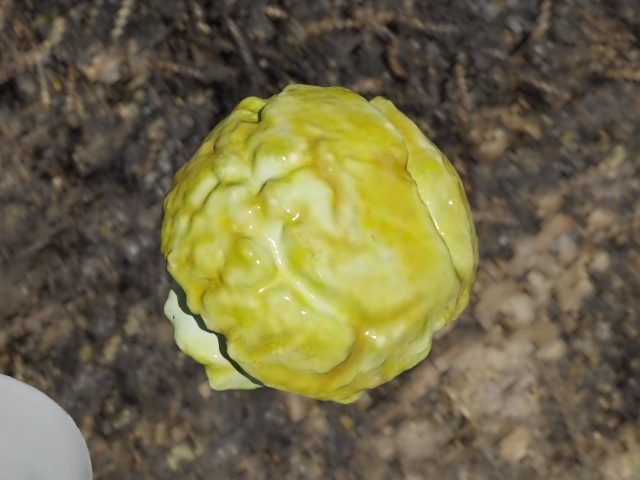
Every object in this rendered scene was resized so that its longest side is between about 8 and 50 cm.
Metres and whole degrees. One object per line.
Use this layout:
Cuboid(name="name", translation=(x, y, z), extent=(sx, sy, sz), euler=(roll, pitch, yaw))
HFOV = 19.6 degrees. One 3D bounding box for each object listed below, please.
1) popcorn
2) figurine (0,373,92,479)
Cuboid(name="popcorn", translation=(0.000, 0.000, 1.192), extent=(0.184, 0.204, 0.221), euler=(-30, 174, 40))
Cuboid(name="figurine", translation=(-0.224, 0.182, 1.030), extent=(0.176, 0.133, 0.236), euler=(24, 136, -2))
